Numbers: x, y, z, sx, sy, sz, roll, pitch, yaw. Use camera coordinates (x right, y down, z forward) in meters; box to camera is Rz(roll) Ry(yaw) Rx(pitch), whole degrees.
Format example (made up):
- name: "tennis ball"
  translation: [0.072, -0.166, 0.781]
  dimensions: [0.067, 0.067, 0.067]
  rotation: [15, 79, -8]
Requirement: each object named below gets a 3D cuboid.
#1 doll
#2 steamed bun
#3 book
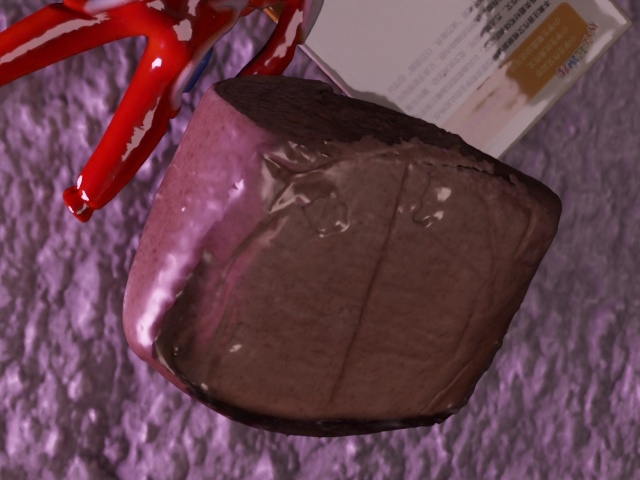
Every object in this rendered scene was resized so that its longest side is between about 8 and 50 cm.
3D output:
- name: "doll"
  translation: [-0.086, -0.189, 1.163]
  dimensions: [0.384, 0.099, 0.188]
  rotation: [-38, 112, 6]
- name: "steamed bun"
  translation: [0.000, 0.000, 1.170]
  dimensions: [0.301, 0.199, 0.251]
  rotation: [12, 114, -33]
- name: "book"
  translation: [0.079, -0.202, 1.242]
  dimensions: [0.208, 0.020, 0.295]
  rotation: [-45, 104, -1]
